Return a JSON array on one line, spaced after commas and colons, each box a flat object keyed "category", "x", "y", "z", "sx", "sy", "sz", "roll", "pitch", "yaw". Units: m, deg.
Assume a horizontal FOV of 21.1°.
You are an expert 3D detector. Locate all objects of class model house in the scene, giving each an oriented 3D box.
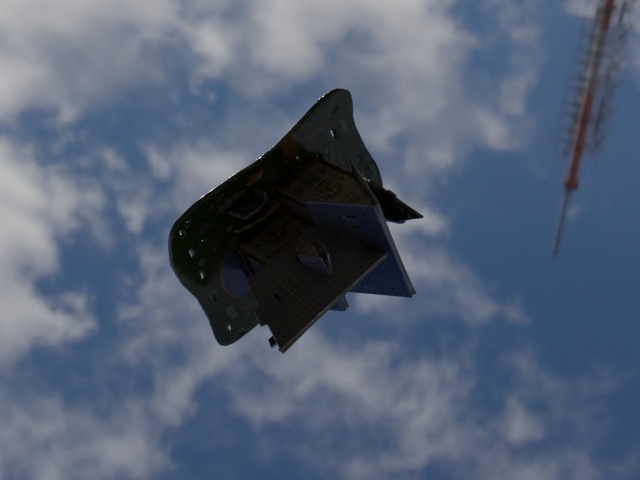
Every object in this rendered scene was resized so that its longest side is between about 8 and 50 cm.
[{"category": "model house", "x": 0.000, "y": 0.000, "z": 1.096, "sx": 0.167, "sy": 0.117, "sz": 0.088, "roll": -40, "pitch": -138, "yaw": -21}]
